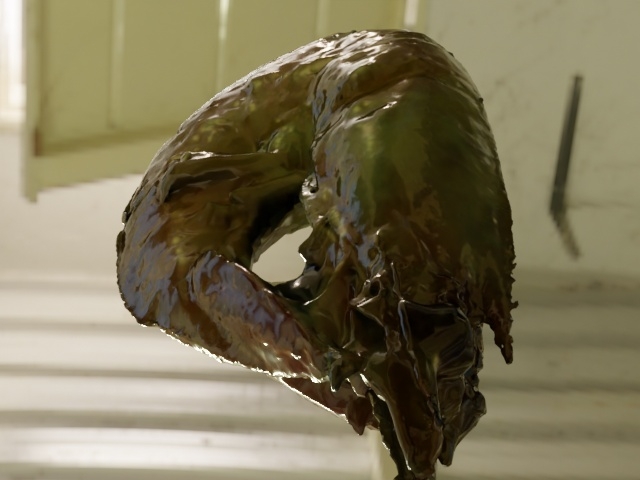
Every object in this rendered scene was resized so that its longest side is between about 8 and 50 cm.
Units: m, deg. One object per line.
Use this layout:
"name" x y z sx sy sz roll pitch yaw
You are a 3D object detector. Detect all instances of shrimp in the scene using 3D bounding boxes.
"shrimp" 0.000 0.001 0.549 0.145 0.061 0.267 -22 -144 0
